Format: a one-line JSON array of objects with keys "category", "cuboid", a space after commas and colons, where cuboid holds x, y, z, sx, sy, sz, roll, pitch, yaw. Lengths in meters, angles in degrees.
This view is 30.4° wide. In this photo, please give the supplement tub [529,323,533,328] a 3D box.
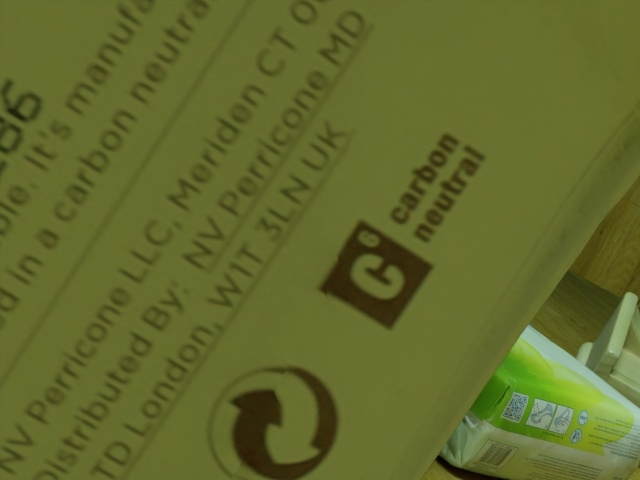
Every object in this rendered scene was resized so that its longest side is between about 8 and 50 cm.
[{"category": "supplement tub", "cuboid": [0.231, 0.130, 1.413, 0.071, 0.071, 0.107, 27, 8, -9]}]

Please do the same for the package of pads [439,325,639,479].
[{"category": "package of pads", "cuboid": [0.138, 0.119, 1.101, 0.229, 0.101, 0.296, 20, 13, -39]}]

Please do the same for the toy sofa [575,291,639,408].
[{"category": "toy sofa", "cuboid": [0.453, 0.236, 1.354, 0.362, 0.177, 0.150, 30, 34, 7]}]

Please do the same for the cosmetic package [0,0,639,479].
[{"category": "cosmetic package", "cuboid": [-0.119, -0.058, 0.496, 0.327, 0.329, 0.394, 32, 8, -14]}]
